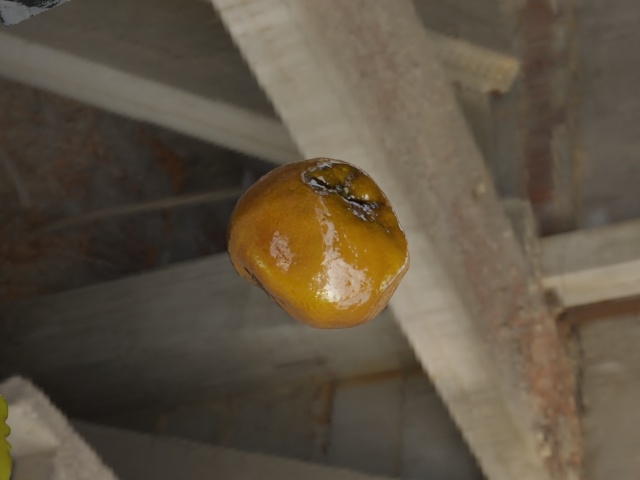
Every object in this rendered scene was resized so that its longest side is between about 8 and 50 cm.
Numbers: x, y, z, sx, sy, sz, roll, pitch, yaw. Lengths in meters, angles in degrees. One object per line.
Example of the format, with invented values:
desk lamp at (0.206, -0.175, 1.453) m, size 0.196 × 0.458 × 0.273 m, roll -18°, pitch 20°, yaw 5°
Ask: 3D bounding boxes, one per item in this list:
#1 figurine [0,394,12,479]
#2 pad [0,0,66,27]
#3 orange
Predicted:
figurine at (-0.414, 0.234, 1.278) m, size 0.168 × 0.315 × 0.187 m, roll -6°, pitch 60°, yaw -49°
pad at (-0.360, -0.374, 1.966) m, size 0.116 × 0.193 × 0.004 m, roll 66°, pitch -8°, yaw -3°
orange at (0.000, 0.000, 1.931) m, size 0.249 × 0.249 × 0.183 m, roll -72°, pitch 180°, yaw -53°
